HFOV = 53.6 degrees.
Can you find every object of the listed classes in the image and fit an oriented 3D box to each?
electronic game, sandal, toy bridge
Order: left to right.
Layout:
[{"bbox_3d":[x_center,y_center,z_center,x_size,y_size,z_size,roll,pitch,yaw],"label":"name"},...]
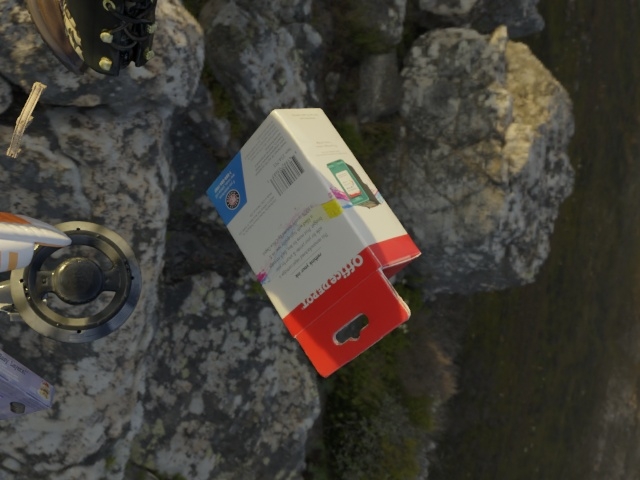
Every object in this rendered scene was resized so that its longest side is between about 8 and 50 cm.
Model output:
[{"bbox_3d":[-0.448,0.004,0.771,0.265,0.102,0.076,6,100,-36],"label":"sandal"},{"bbox_3d":[-0.676,-0.275,1.452,0.026,0.063,0.188,24,105,-20],"label":"toy bridge"},{"bbox_3d":[-0.451,0.076,1.180,0.229,0.048,0.230,6,74,-21],"label":"electronic game"}]

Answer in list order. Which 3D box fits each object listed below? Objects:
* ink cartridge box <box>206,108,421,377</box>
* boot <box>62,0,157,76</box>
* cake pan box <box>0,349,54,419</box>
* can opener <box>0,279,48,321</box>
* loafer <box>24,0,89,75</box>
[{"bbox_3d":[0.000,0.000,0.628,0.078,0.134,0.231,-15,68,-51],"label":"ink cartridge box"},{"bbox_3d":[-0.127,-0.189,0.453,0.085,0.236,0.179,-20,147,-31],"label":"boot"},{"bbox_3d":[-0.836,0.355,1.547,0.267,0.245,0.070,59,17,-46],"label":"cake pan box"},{"bbox_3d":[-0.695,0.109,1.265,0.283,0.076,0.095,5,112,-18],"label":"can opener"},{"bbox_3d":[-0.488,-0.497,1.188,0.130,0.134,0.366,-17,97,-5],"label":"loafer"}]
